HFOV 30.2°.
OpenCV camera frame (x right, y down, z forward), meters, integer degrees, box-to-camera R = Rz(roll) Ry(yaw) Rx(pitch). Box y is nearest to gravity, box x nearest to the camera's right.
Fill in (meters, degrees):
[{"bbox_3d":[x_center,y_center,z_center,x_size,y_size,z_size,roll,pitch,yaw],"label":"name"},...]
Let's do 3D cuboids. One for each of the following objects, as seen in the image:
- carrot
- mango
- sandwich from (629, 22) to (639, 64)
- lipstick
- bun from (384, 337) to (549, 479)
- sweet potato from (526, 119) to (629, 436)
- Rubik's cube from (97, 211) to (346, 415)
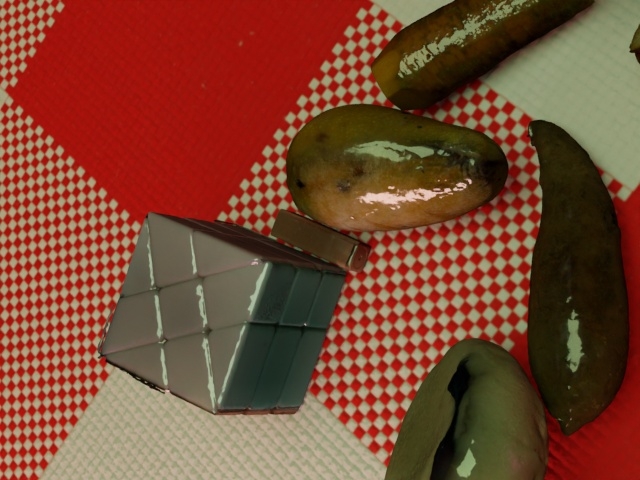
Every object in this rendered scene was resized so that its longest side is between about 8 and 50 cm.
[{"bbox_3d":[0.212,-0.283,1.595,0.301,0.114,0.114,-30,70,20],"label":"carrot"},{"bbox_3d":[0.102,-0.100,1.595,0.329,0.176,0.176,-2,95,25],"label":"mango"},{"bbox_3d":[0.466,-0.315,1.409,0.186,0.065,0.215,-20,46,47],"label":"sandwich"},{"bbox_3d":[0.000,0.000,1.712,0.145,0.045,0.045,24,96,31],"label":"lipstick"},{"bbox_3d":[0.200,0.275,1.469,0.179,0.283,0.283,22,95,-8],"label":"bun"},{"bbox_3d":[0.318,0.031,1.492,0.130,0.130,0.423,-10,71,28],"label":"sweet potato"},{"bbox_3d":[-0.135,0.103,1.670,0.221,0.224,0.231,21,94,30],"label":"Rubik's cube"}]
